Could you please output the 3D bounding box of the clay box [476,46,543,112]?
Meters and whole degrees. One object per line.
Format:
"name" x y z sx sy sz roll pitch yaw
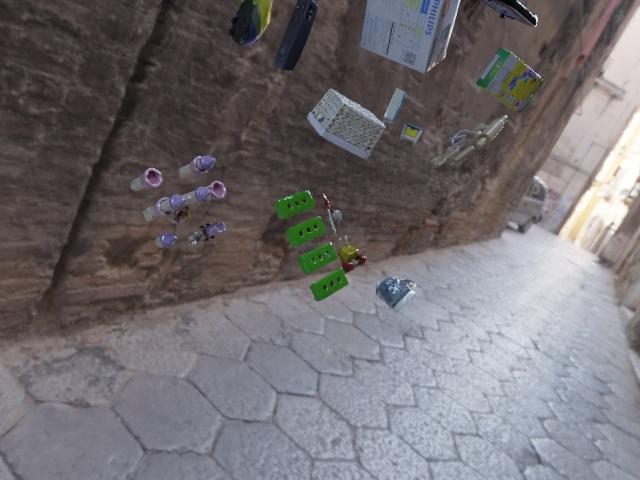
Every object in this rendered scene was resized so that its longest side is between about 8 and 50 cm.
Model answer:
"clay box" 0.597 -0.495 1.673 0.222 0.127 0.053 15 26 -42

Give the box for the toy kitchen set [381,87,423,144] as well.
"toy kitchen set" 0.334 -0.476 2.080 0.166 0.122 0.207 23 -1 2

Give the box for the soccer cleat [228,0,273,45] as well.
"soccer cleat" -0.175 -0.699 1.555 0.093 0.289 0.121 46 42 7

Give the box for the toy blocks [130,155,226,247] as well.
"toy blocks" -0.445 -0.134 1.883 0.260 0.308 0.289 -12 11 40

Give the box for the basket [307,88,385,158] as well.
"basket" 0.070 -0.302 1.380 0.167 0.103 0.113 22 24 -35

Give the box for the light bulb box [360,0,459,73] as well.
"light bulb box" 0.409 -1.017 2.436 0.361 0.357 0.225 31 50 20

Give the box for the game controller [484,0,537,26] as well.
"game controller" 0.594 -0.758 1.722 0.166 0.067 0.319 47 30 23

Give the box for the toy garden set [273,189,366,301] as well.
"toy garden set" 0.000 0.000 1.275 0.204 0.049 0.244 -25 93 -47

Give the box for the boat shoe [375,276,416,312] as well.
"boat shoe" 0.227 0.149 1.665 0.099 0.116 0.319 42 4 5

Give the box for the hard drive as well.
"hard drive" -0.091 -0.742 1.938 0.054 0.254 0.172 17 17 -24

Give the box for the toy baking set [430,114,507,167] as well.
"toy baking set" 0.386 -0.267 1.388 0.197 0.256 0.030 -12 -64 56
